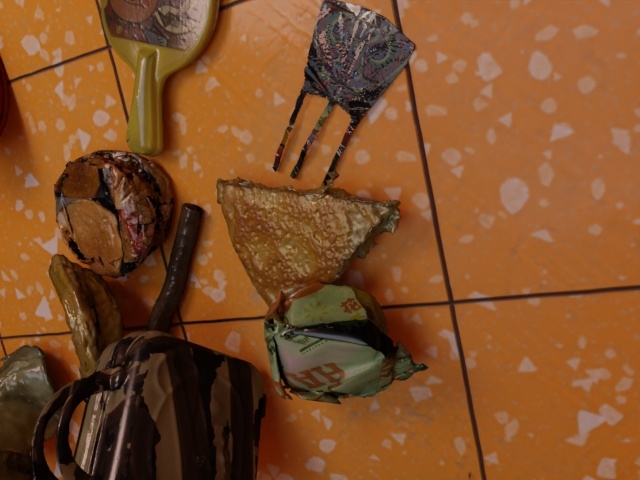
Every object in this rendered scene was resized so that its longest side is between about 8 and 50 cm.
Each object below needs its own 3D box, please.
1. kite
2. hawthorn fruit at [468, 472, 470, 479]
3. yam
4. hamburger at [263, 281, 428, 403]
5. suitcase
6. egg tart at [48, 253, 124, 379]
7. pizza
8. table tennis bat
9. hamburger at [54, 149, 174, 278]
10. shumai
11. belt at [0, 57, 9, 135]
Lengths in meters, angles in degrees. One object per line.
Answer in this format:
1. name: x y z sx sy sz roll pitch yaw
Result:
1. kite: 0.015 -0.197 0.907 0.152 0.015 0.285 32 114 14
2. hawthorn fruit: 0.224 0.412 0.957 0.067 0.067 0.103 20 85 19
3. yam: -0.265 0.085 1.096 0.045 0.045 0.326 42 120 45
4. hamburger: 0.036 0.159 0.914 0.235 0.125 0.214 -6 139 5
5. suitcase: -0.262 0.318 0.948 0.194 0.339 0.351 -28 48 38
6. egg tart: -0.415 0.149 1.118 0.279 0.095 0.278 43 141 48
7. pizza: 0.000 0.000 0.937 0.288 0.075 0.279 -15 102 28
8. table tennis bat: -0.268 -0.316 0.986 0.224 0.054 0.368 16 106 21
9. hamburger: -0.359 -0.047 1.071 0.231 0.107 0.230 9 111 24
10. shumai: -0.684 0.339 1.253 0.330 0.292 0.288 8 77 22
11. belt: -0.680 -0.285 1.088 0.115 0.227 0.323 -14 78 27
